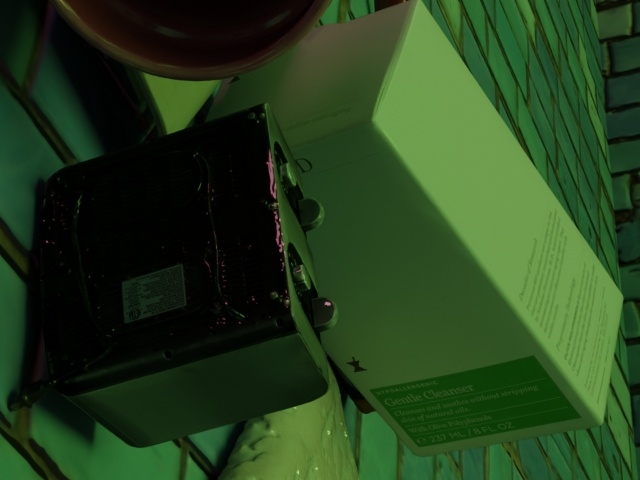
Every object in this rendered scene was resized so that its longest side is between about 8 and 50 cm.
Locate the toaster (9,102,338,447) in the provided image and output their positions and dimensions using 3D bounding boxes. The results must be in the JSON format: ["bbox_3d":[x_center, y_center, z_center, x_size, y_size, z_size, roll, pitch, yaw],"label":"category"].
[{"bbox_3d":[-0.088,0.027,0.978,0.110,0.185,0.168,56,20,-53],"label":"toaster"}]

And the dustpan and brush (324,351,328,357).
[{"bbox_3d":[0.000,0.000,1.409,0.211,0.060,0.147,-77,149,-52],"label":"dustpan and brush"}]

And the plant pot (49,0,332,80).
[{"bbox_3d":[-0.068,-0.223,0.977,0.180,0.201,0.201,-74,147,-62],"label":"plant pot"}]

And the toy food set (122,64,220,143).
[{"bbox_3d":[-0.144,-0.226,1.114,0.306,0.092,0.220,66,33,-28],"label":"toy food set"}]

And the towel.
[{"bbox_3d":[-0.005,0.288,1.235,0.332,0.053,0.317,-65,139,-63],"label":"towel"}]

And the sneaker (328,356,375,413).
[{"bbox_3d":[0.072,0.044,1.502,0.099,0.121,0.262,59,26,-43],"label":"sneaker"}]

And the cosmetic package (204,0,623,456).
[{"bbox_3d":[0.078,0.001,1.299,0.365,0.197,0.155,49,42,-31],"label":"cosmetic package"}]

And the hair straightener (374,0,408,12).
[{"bbox_3d":[0.103,-0.184,1.849,0.089,0.047,0.231,26,55,-67],"label":"hair straightener"}]
